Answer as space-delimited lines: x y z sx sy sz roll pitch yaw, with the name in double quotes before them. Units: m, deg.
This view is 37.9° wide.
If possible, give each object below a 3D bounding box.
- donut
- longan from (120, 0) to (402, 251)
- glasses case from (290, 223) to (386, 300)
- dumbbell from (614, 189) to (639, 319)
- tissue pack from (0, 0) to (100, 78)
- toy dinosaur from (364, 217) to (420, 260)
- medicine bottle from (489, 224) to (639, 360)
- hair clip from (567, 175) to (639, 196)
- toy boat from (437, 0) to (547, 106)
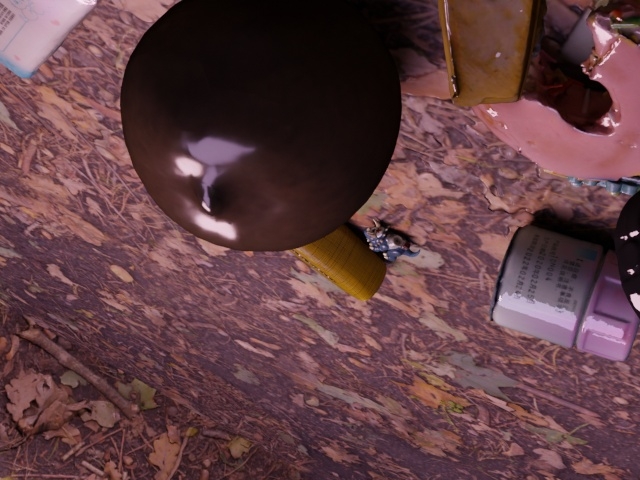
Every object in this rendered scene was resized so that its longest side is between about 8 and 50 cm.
"donut" 0.252 -0.138 0.846 0.199 0.085 0.232 41 151 -27
"longan" -0.060 -0.128 0.943 0.297 0.297 0.297 21 154 11
"glasses case" 0.000 0.000 1.359 0.234 0.079 0.064 38 160 -22
"dumbbell" 0.405 -0.014 0.769 0.185 0.185 0.388 32 152 -12
"tissue pack" -0.340 -0.313 1.034 0.201 0.124 0.271 37 154 -22
"toy dinosaur" 0.100 0.003 1.324 0.083 0.031 0.047 32 156 -13
"medicine bottle" 0.303 0.064 1.125 0.168 0.135 0.135 19 154 19
"hair clip" 0.309 -0.068 0.985 0.172 0.049 0.049 20 154 10
"toy boat" 0.127 -0.240 0.705 0.089 0.115 0.310 -5 135 7
